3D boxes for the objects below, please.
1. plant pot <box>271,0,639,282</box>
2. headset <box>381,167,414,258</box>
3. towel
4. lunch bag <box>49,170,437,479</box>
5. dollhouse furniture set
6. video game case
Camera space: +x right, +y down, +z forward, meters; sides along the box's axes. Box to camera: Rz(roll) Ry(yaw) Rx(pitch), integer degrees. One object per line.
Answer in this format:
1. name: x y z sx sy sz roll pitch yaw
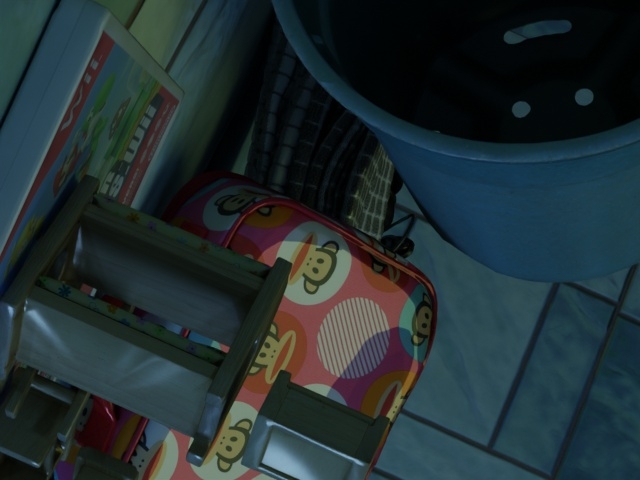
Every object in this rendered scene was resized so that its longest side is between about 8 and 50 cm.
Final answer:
1. plant pot: 0.159 -0.143 1.234 0.341 0.341 0.334 -65 162 -16
2. headset: 0.000 0.000 1.957 0.394 0.185 0.243 5 88 -64
3. towel: 0.006 -0.070 1.492 0.235 0.121 0.284 49 53 -86
4. lunch bag: -0.068 0.106 1.268 0.120 0.258 0.293 24 -94 50
5. dollhouse furniture set: -0.062 0.080 0.860 0.161 0.182 0.101 110 5 -48
6. video game case: -0.136 -0.007 0.889 0.285 0.025 0.204 44 71 -86
